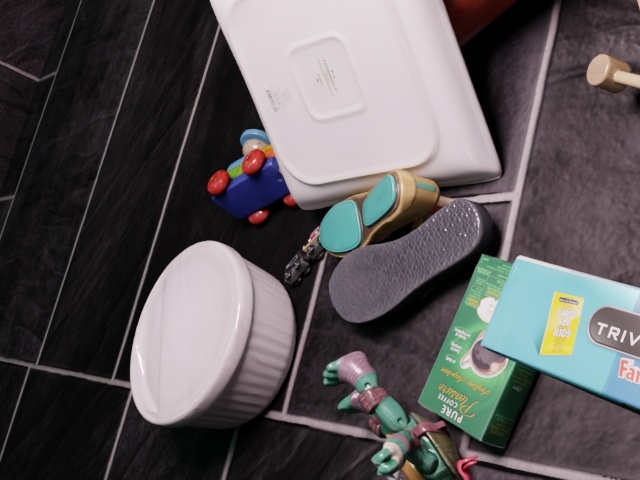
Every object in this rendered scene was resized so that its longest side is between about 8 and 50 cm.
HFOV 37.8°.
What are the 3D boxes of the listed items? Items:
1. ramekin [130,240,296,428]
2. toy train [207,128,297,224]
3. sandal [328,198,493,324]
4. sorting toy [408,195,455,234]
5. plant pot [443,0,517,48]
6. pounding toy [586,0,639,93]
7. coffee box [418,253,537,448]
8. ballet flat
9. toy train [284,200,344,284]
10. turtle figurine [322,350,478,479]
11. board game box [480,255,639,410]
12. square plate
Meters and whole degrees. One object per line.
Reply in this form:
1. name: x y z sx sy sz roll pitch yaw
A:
1. ramekin: -0.149 0.145 1.337 0.273 0.127 0.273 -29 50 40
2. toy train: -0.055 -0.134 1.410 0.248 0.105 0.143 -25 38 43
3. sandal: 0.110 0.036 1.130 0.254 0.054 0.097 -28 62 39
4. sorting toy: 0.143 -0.026 1.151 0.083 0.012 0.062 21 87 55
5. plant pot: 0.160 -0.368 1.133 0.265 0.272 0.272 -44 40 41
6. pounding toy: 0.364 -0.203 0.905 0.206 0.094 0.181 -38 48 48
7. coffee box: 0.183 0.114 0.993 0.113 0.040 0.184 21 87 56
8. ballet flat: 0.075 -0.026 1.188 0.232 0.073 0.080 151 119 -63
9. toy train: 0.000 0.000 1.314 0.158 0.027 0.036 -48 28 23
10. turtle figurine: 0.087 0.233 0.994 0.175 0.118 0.234 89 155 -44
11. board game box: 0.317 0.116 0.632 0.336 0.254 0.079 18 84 55
12. square plate: 0.021 -0.205 1.158 0.344 0.347 0.049 -8 21 44
